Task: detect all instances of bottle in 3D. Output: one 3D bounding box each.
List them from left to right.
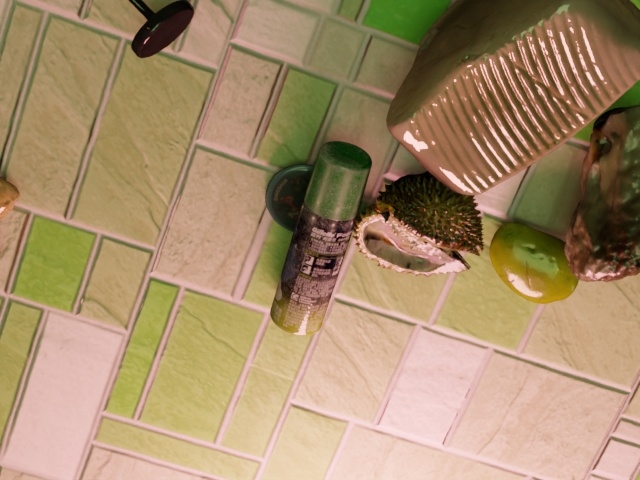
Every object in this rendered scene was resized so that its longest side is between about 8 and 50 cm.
[{"bbox_3d":[0.000,0.000,1.893,0.093,0.093,0.330,13,121,-8],"label":"bottle"}]

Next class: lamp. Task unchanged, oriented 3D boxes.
[{"bbox_3d":[-0.353,-0.419,1.727,0.130,0.108,0.371,-43,107,10],"label":"lamp"}]

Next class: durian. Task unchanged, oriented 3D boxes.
[{"bbox_3d":[0.153,-0.043,1.868,0.193,0.138,0.237,-8,155,27],"label":"durian"}]

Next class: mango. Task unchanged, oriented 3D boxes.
[{"bbox_3d":[0.357,0.040,1.963,0.163,0.089,0.117,26,117,0],"label":"mango"}]

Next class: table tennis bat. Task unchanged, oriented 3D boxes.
[{"bbox_3d":[0.005,-0.054,1.934,0.201,0.033,0.124,25,116,-10],"label":"table tennis bat"}]

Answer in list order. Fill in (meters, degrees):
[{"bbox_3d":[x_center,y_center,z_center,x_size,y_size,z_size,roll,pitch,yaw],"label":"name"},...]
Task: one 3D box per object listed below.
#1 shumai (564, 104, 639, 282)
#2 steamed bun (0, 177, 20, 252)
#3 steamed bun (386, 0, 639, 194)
[{"bbox_3d":[0.463,-0.076,1.846,0.203,0.222,0.272,46,63,-20],"label":"shumai"},{"bbox_3d":[-0.632,-0.051,1.855,0.292,0.137,0.295,4,110,-8],"label":"steamed bun"},{"bbox_3d":[0.289,-0.265,1.754,0.247,0.236,0.383,37,119,-27],"label":"steamed bun"}]
